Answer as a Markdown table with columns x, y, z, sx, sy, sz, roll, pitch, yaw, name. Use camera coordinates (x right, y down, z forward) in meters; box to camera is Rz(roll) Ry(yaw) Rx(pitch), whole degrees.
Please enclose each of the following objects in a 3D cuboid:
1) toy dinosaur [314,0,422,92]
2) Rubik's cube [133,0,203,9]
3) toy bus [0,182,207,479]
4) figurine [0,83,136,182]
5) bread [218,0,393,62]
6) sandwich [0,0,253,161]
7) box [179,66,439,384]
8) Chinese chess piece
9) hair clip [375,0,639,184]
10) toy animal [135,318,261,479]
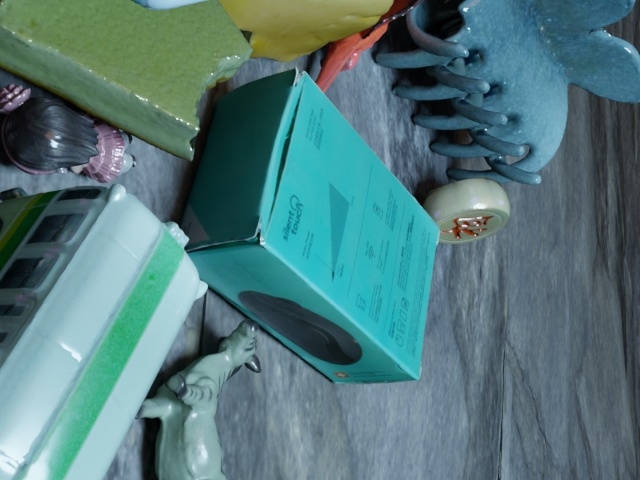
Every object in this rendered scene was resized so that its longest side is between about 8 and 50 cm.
| x | y | z | sx | sy | sz | roll | pitch | yaw | name |
| --- | --- | --- | --- | --- | --- | --- | --- | --- | --- |
| 0.055 | -0.245 | 1.083 | 0.070 | 0.139 | 0.286 | 62 | 38 | -25 | toy dinosaur |
| -0.057 | -0.412 | 0.615 | 0.347 | 0.351 | 0.352 | -26 | 67 | -21 | Rubik's cube |
| -0.198 | 0.091 | 0.602 | 0.134 | 0.164 | 0.276 | 53 | 42 | -33 | toy bus |
| -0.201 | -0.085 | 0.741 | 0.129 | 0.054 | 0.072 | 3 | 76 | -58 | figurine |
| -0.052 | -0.291 | 0.993 | 0.211 | 0.224 | 0.184 | 120 | -39 | -76 | bread |
| -0.153 | -0.205 | 0.775 | 0.212 | 0.063 | 0.245 | 28 | 55 | -28 | sandwich |
| 0.000 | 0.000 | 0.961 | 0.311 | 0.118 | 0.205 | 43 | 46 | -43 | box |
| 0.201 | -0.039 | 1.265 | 0.122 | 0.122 | 0.051 | 25 | 48 | -51 | Chinese chess piece |
| 0.247 | -0.246 | 1.262 | 0.238 | 0.392 | 0.318 | -52 | 131 | -17 | hair clip |
| -0.108 | 0.173 | 0.804 | 0.176 | 0.073 | 0.217 | 27 | 64 | -68 | toy animal |
